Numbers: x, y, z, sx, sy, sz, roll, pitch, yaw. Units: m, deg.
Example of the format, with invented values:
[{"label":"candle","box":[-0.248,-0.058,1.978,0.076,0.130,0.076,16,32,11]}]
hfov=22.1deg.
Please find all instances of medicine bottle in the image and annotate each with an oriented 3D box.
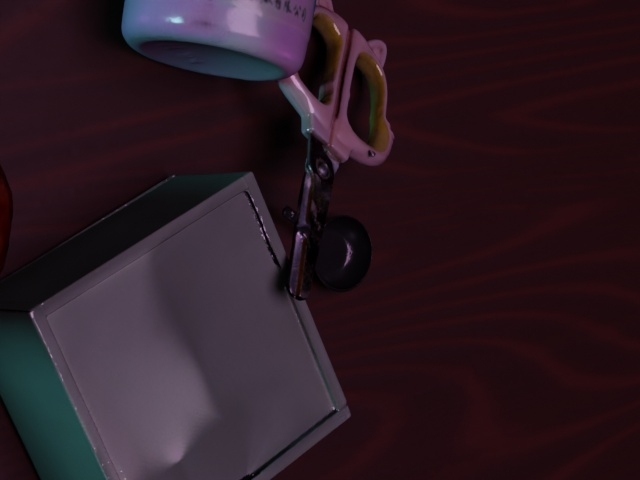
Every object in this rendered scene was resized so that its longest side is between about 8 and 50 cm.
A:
[{"label":"medicine bottle","box":[-0.064,-0.264,1.298,0.152,0.152,0.254,16,83,-39]}]

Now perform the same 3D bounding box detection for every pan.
[{"label":"pan","box":[-0.001,0.000,1.441,0.115,0.023,0.068,38,69,-37]}]

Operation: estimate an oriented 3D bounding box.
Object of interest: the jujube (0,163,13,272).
[{"label":"jujube","box":[-0.300,-0.024,1.070,0.155,0.230,0.155,-13,106,-55]}]

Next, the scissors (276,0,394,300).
[{"label":"scissors","box":[0.005,-0.078,1.366,0.160,0.024,0.317,41,42,-34]}]

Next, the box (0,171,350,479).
[{"label":"box","box":[-0.125,0.094,1.285,0.225,0.117,0.225,-34,111,-34]}]
